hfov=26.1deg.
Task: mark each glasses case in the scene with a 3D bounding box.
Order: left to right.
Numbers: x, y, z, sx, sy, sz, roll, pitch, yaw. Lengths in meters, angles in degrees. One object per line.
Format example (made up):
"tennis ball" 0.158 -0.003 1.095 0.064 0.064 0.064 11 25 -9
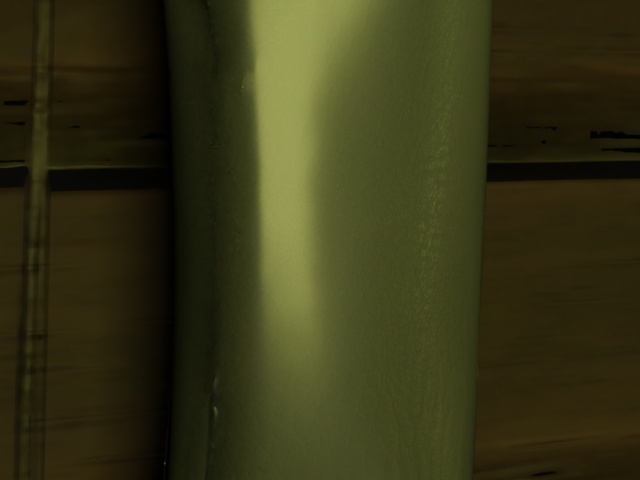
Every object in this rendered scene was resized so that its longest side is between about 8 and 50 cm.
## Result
"glasses case" -0.002 0.000 0.505 0.128 0.083 0.308 -3 105 -19
